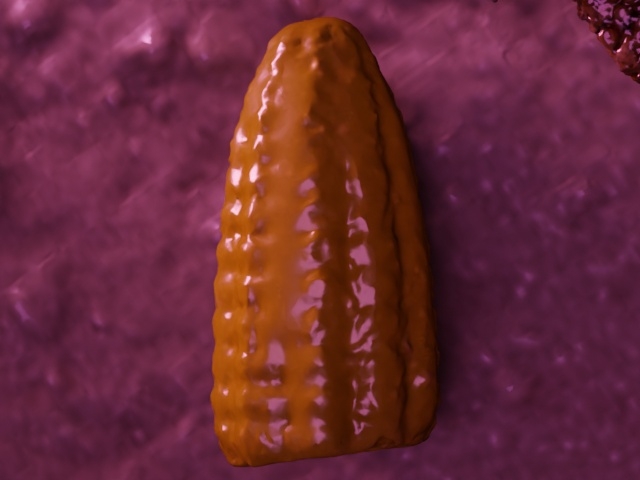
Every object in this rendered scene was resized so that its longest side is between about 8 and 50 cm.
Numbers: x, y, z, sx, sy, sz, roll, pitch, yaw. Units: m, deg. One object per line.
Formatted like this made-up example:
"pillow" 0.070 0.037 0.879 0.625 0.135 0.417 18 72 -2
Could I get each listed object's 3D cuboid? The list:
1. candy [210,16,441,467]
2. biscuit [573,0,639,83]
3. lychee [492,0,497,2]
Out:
"candy" 0.000 0.000 0.725 0.106 0.094 0.199 -2 91 25
"biscuit" 0.196 -0.138 0.667 0.199 0.034 0.064 -34 87 20
"lychee" 0.061 -0.192 0.638 0.165 0.165 0.197 2 109 19
